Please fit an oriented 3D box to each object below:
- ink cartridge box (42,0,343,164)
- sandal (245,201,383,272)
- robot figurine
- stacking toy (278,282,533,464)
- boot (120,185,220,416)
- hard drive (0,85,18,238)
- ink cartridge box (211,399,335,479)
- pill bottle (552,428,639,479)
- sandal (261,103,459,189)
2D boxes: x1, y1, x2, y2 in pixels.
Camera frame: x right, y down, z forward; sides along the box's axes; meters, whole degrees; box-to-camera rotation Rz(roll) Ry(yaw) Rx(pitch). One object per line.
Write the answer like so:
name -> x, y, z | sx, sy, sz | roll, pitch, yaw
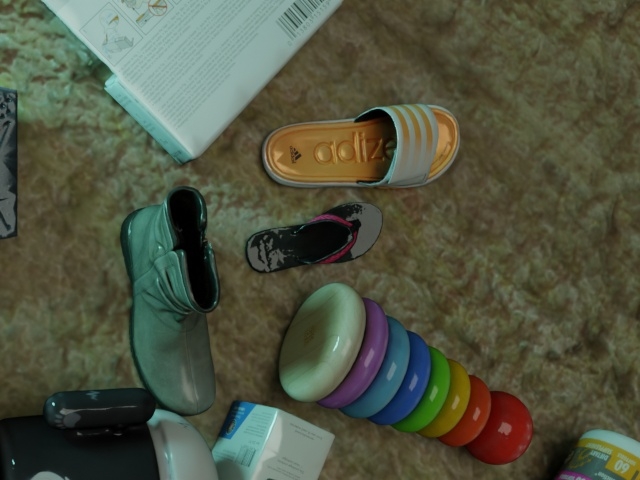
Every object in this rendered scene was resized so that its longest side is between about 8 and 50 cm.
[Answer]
ink cartridge box -> -0.143, -0.263, 1.320 | 0.239, 0.060, 0.275 | 46, 71, -14
sandal -> 0.000, 0.000, 1.376 | 0.179, 0.040, 0.067 | -16, 93, -25
robot figurine -> -0.240, 0.255, 1.180 | 0.278, 0.209, 0.174 | -1, 70, -24
stacking toy -> 0.120, 0.173, 1.376 | 0.330, 0.141, 0.141 | 27, 76, -25
boot -> -0.148, 0.072, 1.237 | 0.083, 0.161, 0.247 | -14, 92, -24
hard drive -> -0.435, -0.080, 1.175 | 0.254, 0.054, 0.172 | 0, 86, -25
ink cartridge box -> -0.084, 0.296, 1.266 | 0.078, 0.134, 0.231 | 28, 76, -21
pill bottle -> 0.323, 0.383, 1.432 | 0.162, 0.162, 0.278 | 43, 70, -16
sandal -> 0.063, -0.107, 1.393 | 0.265, 0.076, 0.102 | -10, 91, -25
